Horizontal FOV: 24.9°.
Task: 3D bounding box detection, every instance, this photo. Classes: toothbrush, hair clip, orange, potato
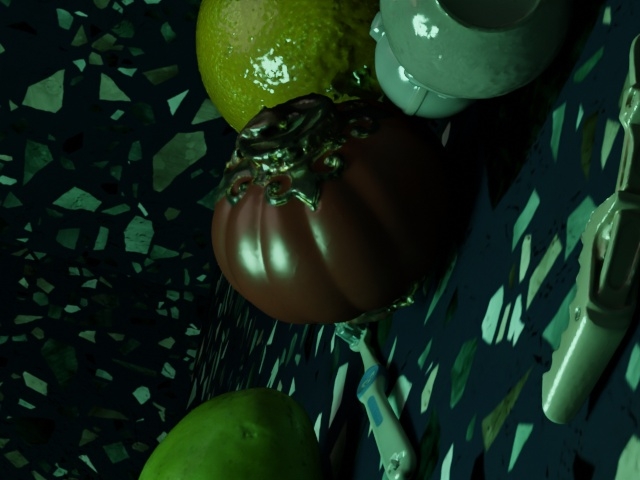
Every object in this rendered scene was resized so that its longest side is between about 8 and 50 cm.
[{"bbox_3d":[0.052,0.138,1.338,0.386,0.040,0.040,-112,38,-72],"label":"toothbrush"},{"bbox_3d":[0.165,-0.004,0.781,0.072,0.034,0.226,-138,63,-80],"label":"hair clip"},{"bbox_3d":[-0.001,-0.211,1.532,0.274,0.274,0.274,-165,90,-82],"label":"orange"},{"bbox_3d":[-0.095,0.296,1.431,0.216,0.215,0.304,123,169,-66],"label":"potato"}]

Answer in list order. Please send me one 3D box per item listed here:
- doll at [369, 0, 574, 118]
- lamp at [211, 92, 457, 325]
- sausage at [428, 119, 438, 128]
[{"bbox_3d":[0.106,-0.164,1.146,0.287,0.151,0.151,129,156,-81],"label":"doll"},{"bbox_3d":[0.009,-0.031,1.276,0.227,0.227,0.227,-165,90,-82],"label":"lamp"},{"bbox_3d":[0.118,-0.173,1.333,0.169,0.065,0.065,116,167,-50],"label":"sausage"}]
